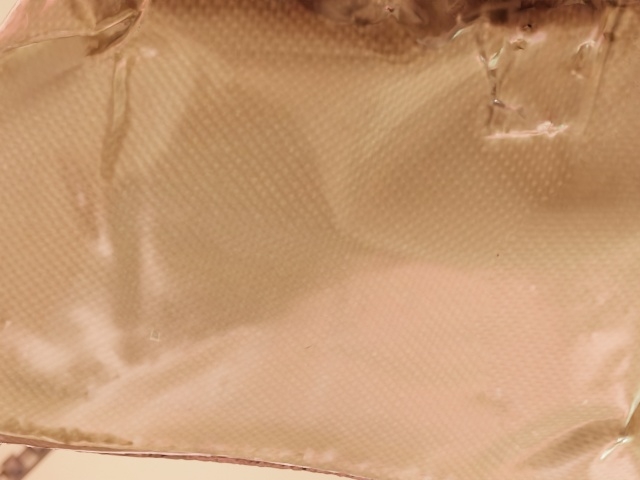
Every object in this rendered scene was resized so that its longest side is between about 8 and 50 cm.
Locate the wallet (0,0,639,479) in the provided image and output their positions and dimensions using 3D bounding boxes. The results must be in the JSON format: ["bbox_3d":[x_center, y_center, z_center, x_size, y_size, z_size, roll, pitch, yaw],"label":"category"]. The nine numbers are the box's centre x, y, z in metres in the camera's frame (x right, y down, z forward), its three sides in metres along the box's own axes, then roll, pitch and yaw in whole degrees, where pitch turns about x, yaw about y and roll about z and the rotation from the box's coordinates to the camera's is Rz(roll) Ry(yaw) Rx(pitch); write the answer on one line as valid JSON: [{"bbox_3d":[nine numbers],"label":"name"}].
[{"bbox_3d":[0.000,0.003,0.740,0.335,0.275,0.068,9,-141,-10],"label":"wallet"}]
